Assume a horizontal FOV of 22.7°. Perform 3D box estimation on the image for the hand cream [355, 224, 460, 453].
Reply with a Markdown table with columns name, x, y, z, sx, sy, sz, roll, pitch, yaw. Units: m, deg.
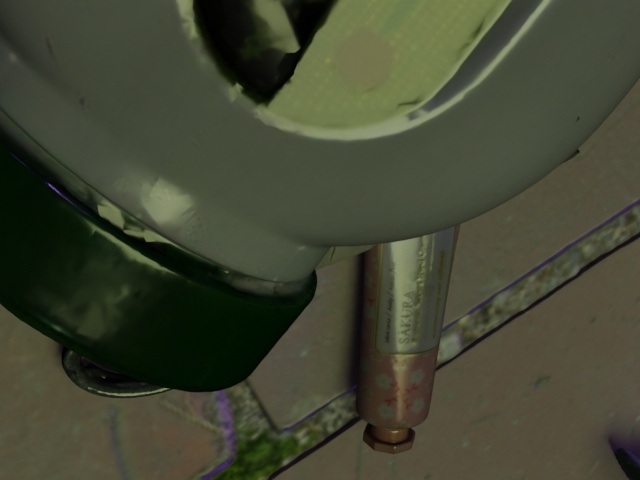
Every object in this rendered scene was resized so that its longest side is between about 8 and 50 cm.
| name | x | y | z | sx | sy | sz | roll | pitch | yaw |
| --- | --- | --- | --- | --- | --- | --- | --- | --- | --- |
| hand cream | 0.050 | 0.025 | 0.904 | 0.067 | 0.043 | 0.209 | -6 | 117 | -21 |

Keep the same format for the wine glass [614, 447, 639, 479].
| name | x | y | z | sx | sy | sz | roll | pitch | yaw |
| --- | --- | --- | --- | --- | --- | --- | --- | --- | --- |
| wine glass | 0.368 | 0.102 | 0.996 | 0.309 | 0.264 | 0.096 | -37 | 106 | -3 |

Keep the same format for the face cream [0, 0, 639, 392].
| name | x | y | z | sx | sy | sz | roll | pitch | yaw |
| --- | --- | --- | --- | --- | --- | --- | --- | --- | --- |
| face cream | -0.005 | -0.136 | 0.634 | 0.312 | 0.219 | 0.357 | 32 | 107 | -24 |

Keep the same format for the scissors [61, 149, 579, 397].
| name | x | y | z | sx | sy | sz | roll | pitch | yaw |
| --- | --- | --- | --- | --- | --- | --- | --- | --- | --- |
| scissors | 0.000 | 0.000 | 0.847 | 0.300 | 0.022 | 0.109 | -21 | 125 | -9 |
